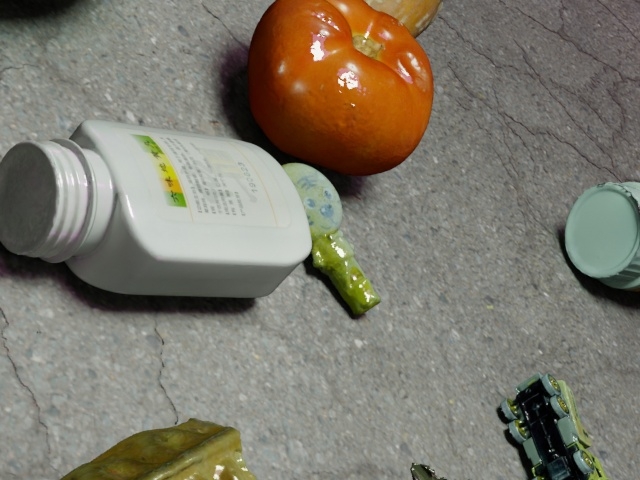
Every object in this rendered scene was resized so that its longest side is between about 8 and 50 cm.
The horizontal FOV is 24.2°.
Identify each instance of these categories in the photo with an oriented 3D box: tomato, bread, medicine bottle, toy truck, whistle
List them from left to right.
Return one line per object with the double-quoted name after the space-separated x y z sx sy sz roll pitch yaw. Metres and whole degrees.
-0.160 0.244 1.198 0.152 0.130 0.267 17 22 26 "bread"
-0.168 -0.032 1.505 0.324 0.124 0.179 5 49 -49 "medicine bottle"
0.000 0.000 1.736 0.104 0.057 0.198 -26 82 -46 "whistle"
0.013 -0.195 1.844 0.260 0.180 0.260 29 34 -21 "tomato"
0.285 0.241 1.766 0.100 0.077 0.169 34 28 -43 "toy truck"
0.510 0.006 2.212 0.318 0.158 0.158 11 45 -42 "medicine bottle"

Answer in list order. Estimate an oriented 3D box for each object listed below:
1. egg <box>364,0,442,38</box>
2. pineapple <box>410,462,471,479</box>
0.083 -0.365 2.109 0.195 0.195 0.233 27 58 -27 "egg"
0.200 0.318 1.530 0.277 0.130 0.119 24 25 -29 "pineapple"
